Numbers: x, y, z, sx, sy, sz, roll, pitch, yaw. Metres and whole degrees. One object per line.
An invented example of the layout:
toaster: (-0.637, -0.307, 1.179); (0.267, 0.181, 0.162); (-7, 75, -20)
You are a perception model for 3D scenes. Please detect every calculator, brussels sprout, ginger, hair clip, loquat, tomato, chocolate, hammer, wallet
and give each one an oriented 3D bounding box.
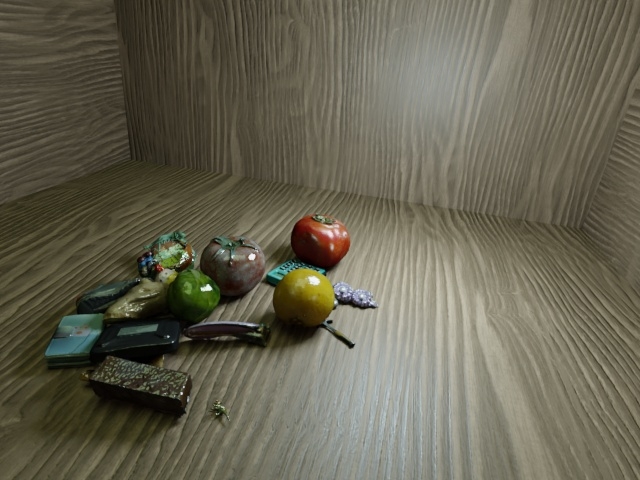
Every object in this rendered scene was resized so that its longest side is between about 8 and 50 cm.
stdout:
calculator: (-0.119, 0.184, 2.195); (0.248, 0.058, 0.274); (19, 27, 25)
brussels sprout: (-0.554, 0.231, 1.805); (0.219, 0.210, 0.271); (18, 24, -36)
ginger: (-0.764, 0.269, 1.775); (0.126, 0.190, 0.354); (-31, 2, 32)
hair clip: (0.146, 0.272, 2.054); (0.292, 0.084, 0.106); (17, 45, 13)
loquat: (-0.079, 0.257, 1.810); (0.275, 0.275, 0.275); (4, 25, -2)
tomato: (0.000, 0.000, 2.338); (0.325, 0.290, 0.293); (16, 29, 19)
chocolate: (-0.578, 0.475, 1.375); (0.321, 0.112, 0.112); (11, 40, 4)
hammer: (0.075, 0.401, 1.811); (0.078, 0.021, 0.201); (-18, 34, -40)
hair clip: (-0.376, 0.371, 1.687); (0.358, 0.096, 0.110); (8, -7, -12)
tomato: (-0.423, 0.115, 2.015); (0.316, 0.282, 0.317); (3, 28, -1)
wallet: (-0.932, 0.378, 1.598); (0.176, 0.075, 0.250); (-1, 26, -15)

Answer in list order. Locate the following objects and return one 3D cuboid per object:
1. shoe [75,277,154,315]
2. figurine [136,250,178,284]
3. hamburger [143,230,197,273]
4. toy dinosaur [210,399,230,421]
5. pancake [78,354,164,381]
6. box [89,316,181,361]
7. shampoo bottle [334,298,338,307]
shoe: (-0.918, 0.244, 1.852); (0.171, 0.132, 0.336); (13, 24, 43)
figurine: (-0.751, 0.158, 1.971); (0.234, 0.185, 0.127); (24, 40, 27)
hamburger: (-0.778, 0.093, 2.184); (0.260, 0.150, 0.276); (-15, 52, -5)
toy dinosaur: (-0.332, 0.563, 1.376); (0.041, 0.026, 0.113); (9, 10, -34)
pancake: (-0.689, 0.452, 1.505); (0.212, 0.056, 0.257); (10, 24, 18)
box: (-0.683, 0.368, 1.566); (0.290, 0.073, 0.289); (-4, 8, -14)
shampoo bottle: (-0.001, 0.303, 1.983); (0.165, 0.040, 0.080); (-7, 29, -26)
